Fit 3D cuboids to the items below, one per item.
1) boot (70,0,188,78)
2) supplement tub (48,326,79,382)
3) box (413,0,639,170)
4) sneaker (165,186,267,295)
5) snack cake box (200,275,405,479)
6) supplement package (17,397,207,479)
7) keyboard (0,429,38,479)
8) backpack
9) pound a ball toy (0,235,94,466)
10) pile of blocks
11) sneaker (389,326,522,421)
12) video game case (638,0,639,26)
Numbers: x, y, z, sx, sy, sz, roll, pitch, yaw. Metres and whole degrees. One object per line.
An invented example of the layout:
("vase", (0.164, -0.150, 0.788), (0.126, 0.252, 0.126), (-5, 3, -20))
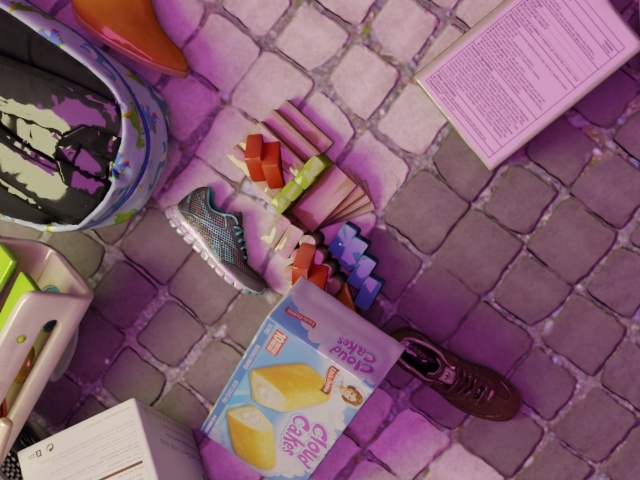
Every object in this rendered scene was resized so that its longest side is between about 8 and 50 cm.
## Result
("boot", (-0.241, -0.359, 1.747), (0.295, 0.104, 0.211), (36, 99, 9))
("supplement tub", (-0.418, 0.111, 1.805), (0.190, 0.117, 0.117), (11, 96, 8))
("box", (0.248, -0.211, 1.669), (0.232, 0.127, 0.148), (-39, 88, 9))
("sneaker", (-0.120, -0.002, 1.779), (0.076, 0.065, 0.166), (-44, 88, 6))
("snack cake box", (-0.027, 0.183, 1.695), (0.152, 0.089, 0.264), (36, 136, 5))
("supplement package", (-0.226, 0.375, 1.711), (0.175, 0.177, 0.293), (-25, 63, 10))
("keyboard", (-0.397, 0.297, 1.841), (0.180, 0.023, 0.108), (47, 128, 2))
("backpack", (-0.361, -0.155, 1.726), (0.356, 0.273, 0.290), (27, 96, 28))
("pound a ball toy", (-0.374, 0.184, 1.666), (0.208, 0.136, 0.319), (43, 112, 36))
("pile of blocks", (0.000, 0.000, 1.733), (0.149, 0.112, 0.362), (-22, 91, 10))
("sneaker", (0.163, 0.175, 1.741), (0.188, 0.071, 0.066), (29, 98, 6))
("video game case", (0.479, -0.194, 1.625), (0.212, 0.023, 0.193), (4, 108, 34))
